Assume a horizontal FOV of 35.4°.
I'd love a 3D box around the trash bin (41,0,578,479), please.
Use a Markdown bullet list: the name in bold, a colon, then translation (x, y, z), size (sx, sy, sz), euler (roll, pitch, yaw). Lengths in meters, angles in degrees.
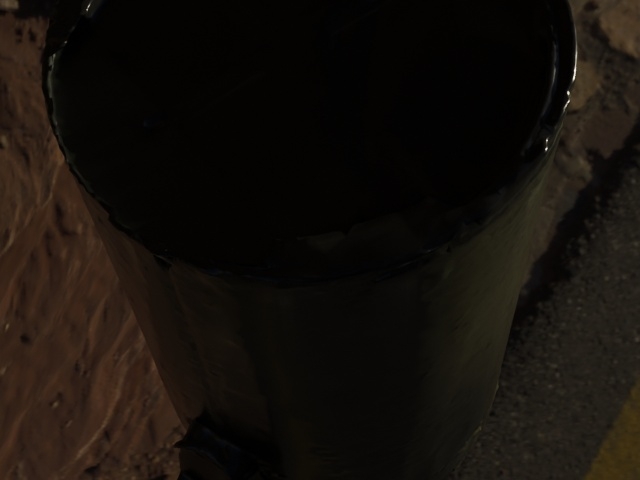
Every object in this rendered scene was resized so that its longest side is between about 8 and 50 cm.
- **trash bin**: translation (0.000, 0.000, 0.485), size (0.203, 0.301, 0.252), euler (30, 66, 18)
